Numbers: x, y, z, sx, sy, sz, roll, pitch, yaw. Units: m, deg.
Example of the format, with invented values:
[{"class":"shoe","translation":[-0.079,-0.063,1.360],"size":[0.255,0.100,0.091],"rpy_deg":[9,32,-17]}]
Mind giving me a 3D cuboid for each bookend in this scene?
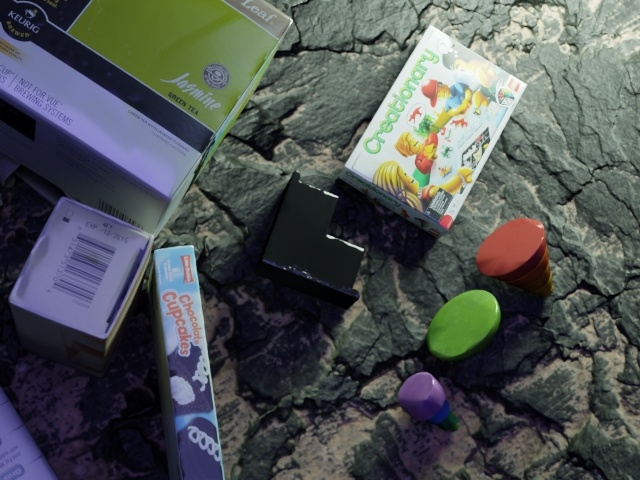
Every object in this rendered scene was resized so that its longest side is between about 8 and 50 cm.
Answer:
[{"class":"bookend","translation":[0.000,0.000,1.562],"size":[0.156,0.072,0.157],"rpy_deg":[21,69,-7]}]

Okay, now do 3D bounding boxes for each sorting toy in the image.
[{"class":"sorting toy","translation":[0.260,0.141,1.580],"size":[0.126,0.127,0.365],"rpy_deg":[45,70,-28]}]

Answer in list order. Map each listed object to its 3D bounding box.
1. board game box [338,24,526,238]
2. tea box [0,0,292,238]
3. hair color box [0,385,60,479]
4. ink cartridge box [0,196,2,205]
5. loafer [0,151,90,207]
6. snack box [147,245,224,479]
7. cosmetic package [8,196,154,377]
[{"class":"board game box","translation":[0.185,-0.179,1.667],"size":[0.193,0.053,0.305],"rpy_deg":[31,70,-2]},{"class":"tea box","translation":[-0.271,-0.230,1.391],"size":[0.329,0.220,0.323],"rpy_deg":[34,68,-5]},{"class":"hair color box","translation":[-0.501,0.247,1.354],"size":[0.185,0.113,0.374],"rpy_deg":[-32,82,-19]},{"class":"ink cartridge box","translation":[-0.538,-0.058,1.450],"size":[0.143,0.090,0.092],"rpy_deg":[-37,84,-19]},{"class":"loafer","translation":[-0.436,-0.131,1.484],"size":[0.319,0.112,0.111],"rpy_deg":[31,61,-3]},{"class":"snack box","translation":[-0.187,0.187,1.402],"size":[0.060,0.187,0.322],"rpy_deg":[-6,75,-14]},{"class":"cosmetic package","translation":[-0.312,0.072,1.352],"size":[0.129,0.296,0.153],"rpy_deg":[23,71,-6]}]
